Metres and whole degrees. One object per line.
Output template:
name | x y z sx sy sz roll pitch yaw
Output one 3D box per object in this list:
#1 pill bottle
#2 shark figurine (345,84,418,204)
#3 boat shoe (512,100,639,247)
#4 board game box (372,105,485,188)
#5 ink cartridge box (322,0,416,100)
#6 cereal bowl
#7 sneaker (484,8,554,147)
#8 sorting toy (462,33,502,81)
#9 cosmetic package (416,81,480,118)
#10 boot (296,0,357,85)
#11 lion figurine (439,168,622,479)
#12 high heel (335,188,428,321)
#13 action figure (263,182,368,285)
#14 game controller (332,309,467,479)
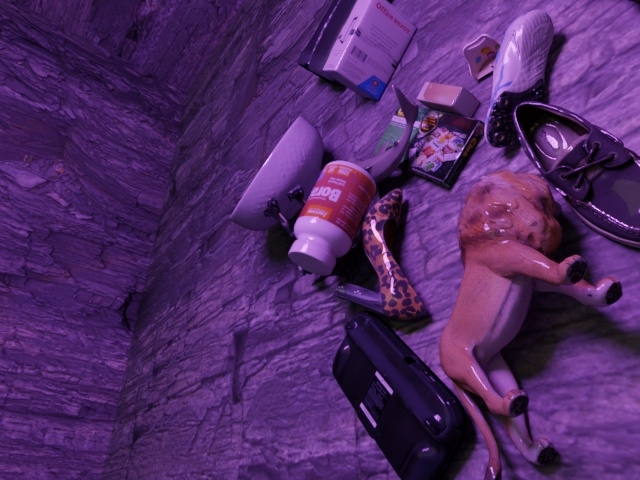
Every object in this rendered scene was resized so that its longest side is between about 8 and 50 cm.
pill bottle | 0.021 -0.044 0.872 0.121 0.121 0.216 -10 48 53
shark figurine | 0.111 -0.177 0.915 0.278 0.116 0.166 -41 51 55
boat shoe | 0.350 -0.101 0.580 0.102 0.093 0.285 -49 37 27
board game box | 0.215 -0.207 0.907 0.136 0.030 0.260 -63 32 12
ink cartridge box | 0.123 -0.485 1.096 0.203 0.148 0.086 -61 31 8
cereal bowl | -0.097 -0.159 1.181 0.338 0.141 0.339 -52 11 14
sneaker | 0.330 -0.267 0.738 0.086 0.085 0.236 175 112 -83
sorting toy | 0.309 -0.351 0.811 0.083 0.075 0.044 -21 54 48
cosmetic package | 0.253 -0.280 0.865 0.041 0.060 0.115 -61 34 10
boot | 0.120 -0.647 1.198 0.445 0.146 0.367 -55 26 15
lion figurine | 0.236 0.096 0.591 0.391 0.142 0.240 -68 25 7
high heel | 0.158 0.023 0.826 0.186 0.093 0.261 16 74 39
action figure | 0.000 0.000 0.994 0.164 0.141 0.275 -39 75 -4
game controller | 0.116 0.258 0.749 0.319 0.067 0.166 45 124 57
